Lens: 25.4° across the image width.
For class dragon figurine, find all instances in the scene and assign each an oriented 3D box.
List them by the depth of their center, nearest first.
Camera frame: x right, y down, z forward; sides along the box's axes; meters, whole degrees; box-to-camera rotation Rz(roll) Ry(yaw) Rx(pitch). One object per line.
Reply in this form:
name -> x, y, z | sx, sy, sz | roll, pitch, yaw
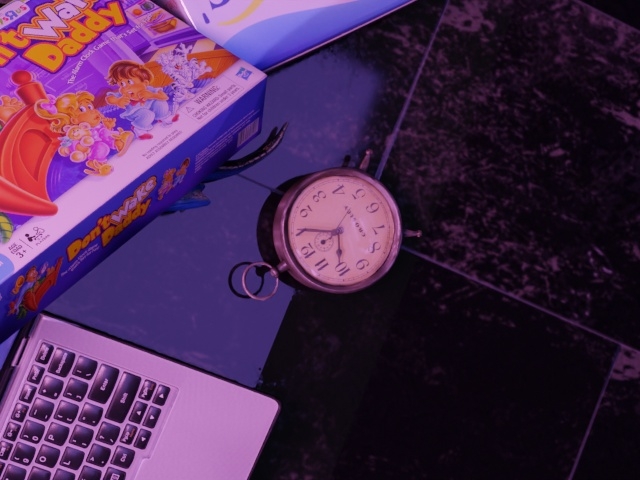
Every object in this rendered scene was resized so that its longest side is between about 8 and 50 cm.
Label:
dragon figurine -> -0.156, -0.069, 1.389 | 0.289, 0.144, 0.085 | -5, 91, -15

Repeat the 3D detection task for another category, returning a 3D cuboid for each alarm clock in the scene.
alarm clock -> 0.000, 0.000, 1.471 | 0.192, 0.064, 0.129 | -33, 97, -15

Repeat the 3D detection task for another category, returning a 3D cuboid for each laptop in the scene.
laptop -> -0.274, 0.278, 1.264 | 0.407, 0.236, 0.382 | 22, 98, -14

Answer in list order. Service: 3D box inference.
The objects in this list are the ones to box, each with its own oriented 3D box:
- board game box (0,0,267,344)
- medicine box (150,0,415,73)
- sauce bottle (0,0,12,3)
board game box -> -0.247, -0.089, 1.244 | 0.233, 0.078, 0.347 | 34, 54, 19
medicine box -> -0.060, -0.323, 1.417 | 0.263, 0.149, 0.289 | -27, 95, -13
sauce bottle -> -0.297, -0.404, 1.375 | 0.111, 0.111, 0.345 | 0, 88, -15
